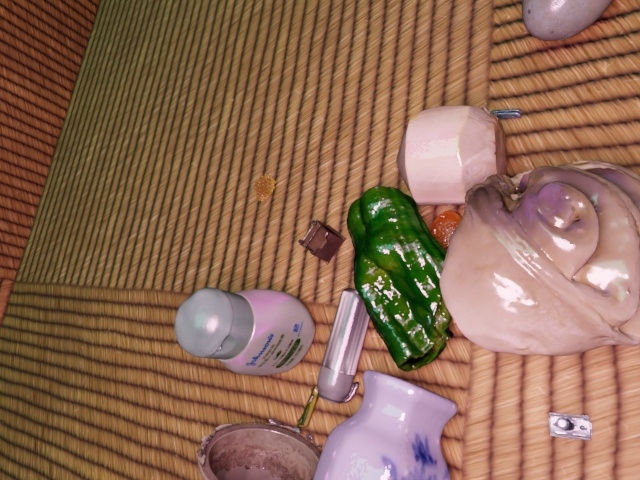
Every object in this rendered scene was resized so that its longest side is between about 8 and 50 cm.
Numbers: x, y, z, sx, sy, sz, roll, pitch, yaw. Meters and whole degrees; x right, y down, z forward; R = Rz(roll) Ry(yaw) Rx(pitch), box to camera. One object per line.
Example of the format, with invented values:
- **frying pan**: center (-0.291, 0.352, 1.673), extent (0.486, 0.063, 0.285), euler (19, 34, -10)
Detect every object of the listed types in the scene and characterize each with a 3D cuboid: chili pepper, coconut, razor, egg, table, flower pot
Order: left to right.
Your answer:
- **flower pot**: center (-0.131, 0.559, 0.968), extent (0.290, 0.290, 0.259), euler (16, 98, 36)
- **table**: center (0.000, 0.000, 1.169), extent (0.070, 0.082, 0.083), euler (40, 97, 36)
- **chili pepper**: center (0.156, 0.065, 0.960), extent (0.213, 0.167, 0.385), euler (122, 138, -56)
- **coconut**: center (0.262, -0.174, 0.967), extent (0.241, 0.241, 0.241), euler (-12, 68, 30)
- **razor**: center (0.404, 0.305, 0.763), extent (0.068, 0.135, 0.040), euler (-7, 67, 31)
- **egg**: center (0.518, -0.524, 0.954), extent (0.236, 0.169, 0.169), euler (-53, 54, 8)

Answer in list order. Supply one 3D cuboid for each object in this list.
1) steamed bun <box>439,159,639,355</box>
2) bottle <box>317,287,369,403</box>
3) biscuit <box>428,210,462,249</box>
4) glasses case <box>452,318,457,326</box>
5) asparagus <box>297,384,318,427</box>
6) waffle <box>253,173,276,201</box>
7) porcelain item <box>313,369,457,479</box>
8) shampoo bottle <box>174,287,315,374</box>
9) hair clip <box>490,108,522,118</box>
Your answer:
- **steamed bun**: center (0.371, -0.003, 0.757), extent (0.352, 0.247, 0.339), euler (-8, 41, 22)
- **bottle**: center (0.062, 0.238, 1.053), extent (0.096, 0.079, 0.253), euler (17, 80, -2)
- **biscuit**: center (0.282, -0.021, 1.032), extent (0.078, 0.015, 0.091), euler (43, 99, 34)
- **glasses case**: center (0.364, 0.109, 0.898), extent (0.234, 0.064, 0.079), euler (-20, 42, 24)
- **asparagus**: center (-0.027, 0.392, 1.087), extent (0.021, 0.025, 0.108), euler (16, 83, 58)
- **waffle**: center (-0.169, -0.160, 1.378), extent (0.078, 0.016, 0.085), euler (-44, 56, 8)
- **porcelain item**: center (0.106, 0.459, 0.838), extent (0.178, 0.242, 0.405), euler (-2, 62, 52)
- **shampoo bottle**: center (-0.170, 0.200, 1.046), extent (0.222, 0.349, 0.151), euler (-51, 53, 8)
- **hair clip**: center (0.339, -0.266, 1.066), extent (0.229, 0.039, 0.070), euler (-17, 64, 27)
